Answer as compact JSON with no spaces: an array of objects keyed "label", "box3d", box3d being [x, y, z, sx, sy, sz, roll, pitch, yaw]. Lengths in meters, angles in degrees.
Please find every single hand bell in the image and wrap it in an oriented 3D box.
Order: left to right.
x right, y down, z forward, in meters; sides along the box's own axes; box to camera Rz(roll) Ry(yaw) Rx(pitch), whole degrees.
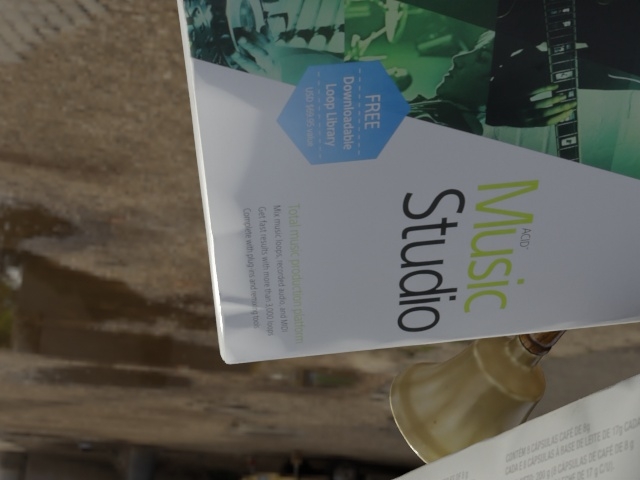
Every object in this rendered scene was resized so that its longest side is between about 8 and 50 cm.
[{"label":"hand bell","box3d":[0.167,0.068,0.879,0.126,0.126,0.242,12,129,-31]}]

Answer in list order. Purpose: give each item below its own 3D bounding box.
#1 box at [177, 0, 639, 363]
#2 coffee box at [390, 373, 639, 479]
[{"label":"box","box3d":[0.102,-0.046,0.558,0.322,0.058,0.232,-7,136,-4]},{"label":"coffee box","box3d":[0.241,0.304,0.678,0.335,0.338,0.337,15,154,-19]}]
